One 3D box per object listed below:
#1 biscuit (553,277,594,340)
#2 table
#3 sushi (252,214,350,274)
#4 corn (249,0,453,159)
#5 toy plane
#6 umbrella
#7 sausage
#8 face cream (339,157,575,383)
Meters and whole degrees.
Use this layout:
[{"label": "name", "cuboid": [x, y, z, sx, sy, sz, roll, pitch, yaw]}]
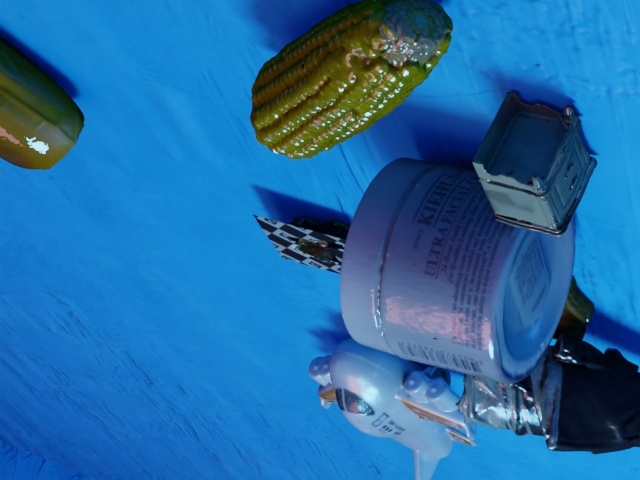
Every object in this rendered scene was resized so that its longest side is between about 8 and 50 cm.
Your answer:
[{"label": "biscuit", "cuboid": [0.181, 0.050, 1.630, 0.215, 0.034, 0.182, 33, 159, -20]}, {"label": "table", "cuboid": [0.171, -0.061, 1.301, 0.062, 0.079, 0.083, 15, 156, 30]}, {"label": "sushi", "cuboid": [0.000, 0.000, 1.742, 0.120, 0.026, 0.126, 15, 162, 21]}, {"label": "corn", "cuboid": [0.017, -0.129, 1.296, 0.097, 0.097, 0.262, 32, 156, -17]}, {"label": "toy plane", "cuboid": [0.091, 0.204, 2.003, 0.245, 0.117, 0.244, 24, 161, 9]}, {"label": "umbrella", "cuboid": [0.316, 0.165, 1.612, 0.358, 0.113, 0.106, 12, 180, 4]}, {"label": "sausage", "cuboid": [-0.383, -0.187, 1.635, 0.328, 0.112, 0.112, 38, 157, -24]}, {"label": "face cream", "cuboid": [0.123, 0.025, 1.432, 0.153, 0.177, 0.177, 12, 156, 27]}]
